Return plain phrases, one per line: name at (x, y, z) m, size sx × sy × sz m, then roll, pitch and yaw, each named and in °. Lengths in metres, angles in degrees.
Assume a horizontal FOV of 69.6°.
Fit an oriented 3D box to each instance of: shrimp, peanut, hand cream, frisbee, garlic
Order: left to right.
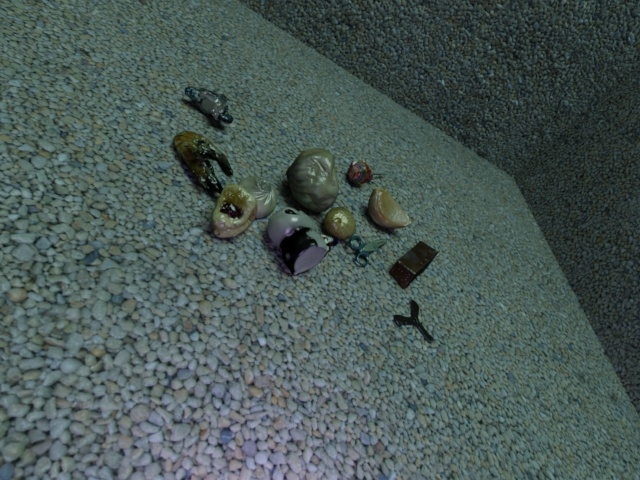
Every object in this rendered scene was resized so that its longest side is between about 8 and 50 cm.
shrimp at (-0.422, -0.298, 1.771) m, size 0.233 × 0.071 × 0.365 m, roll -6°, pitch 50°, yaw -52°
hand cream at (0.000, 0.000, 1.864) m, size 0.163 × 0.039 × 0.062 m, roll 4°, pitch 65°, yaw -38°
peanut at (0.083, -0.072, 1.952) m, size 0.159 × 0.109 × 0.141 m, roll -11°, pitch 68°, yaw -52°
garlic at (0.328, -0.142, 2.214) m, size 0.245 × 0.164 × 0.145 m, roll 43°, pitch 18°, yaw -7°
frisbee at (0.393, 0.344, 1.881) m, size 0.187 × 0.012 × 0.211 m, roll 52°, pitch 36°, yaw 14°

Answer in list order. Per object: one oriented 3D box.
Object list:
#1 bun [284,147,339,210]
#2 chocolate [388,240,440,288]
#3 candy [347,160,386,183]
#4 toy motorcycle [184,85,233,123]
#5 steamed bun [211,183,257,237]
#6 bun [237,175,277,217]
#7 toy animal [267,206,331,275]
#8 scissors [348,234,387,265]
bun at (-0.042, -0.259, 1.946) m, size 0.204 × 0.282 × 0.282 m, roll -8°, pitch 53°, yaw -17°
chocolate at (0.428, 0.099, 2.107) m, size 0.112 × 0.112 × 0.321 m, roll 40°, pitch 35°, yaw 16°
candy at (0.263, -0.357, 2.444) m, size 0.124 × 0.124 × 0.365 m, roll 53°, pitch 30°, yaw 16°
toy motorcycle at (-0.494, -0.598, 1.992) m, size 0.204 × 0.108 × 0.239 m, roll 11°, pitch 22°, yaw -43°
steamed bun at (-0.312, -0.086, 1.579) m, size 0.140 × 0.172 × 0.155 m, roll 31°, pitch 53°, yaw 4°
bun at (-0.237, -0.176, 1.761) m, size 0.172 × 0.120 × 0.173 m, roll 26°, pitch 39°, yaw -23°
toy animal at (-0.091, -0.014, 1.679) m, size 0.235 × 0.165 × 0.187 m, roll 60°, pitch 17°, yaw 24°
scissors at (0.218, 0.028, 2.026) m, size 0.289 × 0.041 × 0.138 m, roll -15°, pitch 79°, yaw -55°
